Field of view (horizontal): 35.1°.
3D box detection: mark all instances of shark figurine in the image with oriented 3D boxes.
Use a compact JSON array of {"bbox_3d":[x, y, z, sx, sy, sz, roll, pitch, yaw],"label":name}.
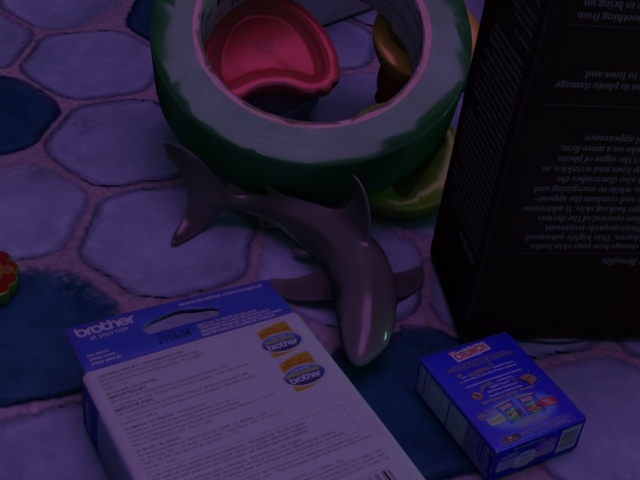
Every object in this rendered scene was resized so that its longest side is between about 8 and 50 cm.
[{"bbox_3d":[-0.005,-0.018,0.921,0.278,0.116,0.166,36,44,29],"label":"shark figurine"}]

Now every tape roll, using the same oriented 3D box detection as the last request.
[{"bbox_3d":[-0.010,-0.195,1.029,0.321,0.077,0.321,2,63,-4],"label":"tape roll"}]

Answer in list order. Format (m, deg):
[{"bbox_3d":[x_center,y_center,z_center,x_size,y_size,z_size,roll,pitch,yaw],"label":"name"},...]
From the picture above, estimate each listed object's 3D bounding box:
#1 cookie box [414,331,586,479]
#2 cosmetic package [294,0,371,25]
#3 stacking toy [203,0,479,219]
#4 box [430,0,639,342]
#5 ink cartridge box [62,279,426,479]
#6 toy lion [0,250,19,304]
[{"bbox_3d":[0.142,0.130,0.811,0.091,0.040,0.107,-14,43,-26],"label":"cookie box"},{"bbox_3d":[-0.011,-0.416,1.352,0.156,0.217,0.385,33,42,28],"label":"cosmetic package"},{"bbox_3d":[0.019,-0.129,1.115,0.308,0.130,0.280,2,64,-4],"label":"stacking toy"},{"bbox_3d":[0.226,-0.098,0.844,0.191,0.381,0.143,1,36,-11],"label":"box"},{"bbox_3d":[-0.049,0.158,0.723,0.185,0.065,0.311,-15,45,-27],"label":"ink cartridge box"},{"bbox_3d":[-0.315,0.031,0.867,0.100,0.034,0.096,-27,57,-37],"label":"toy lion"}]
